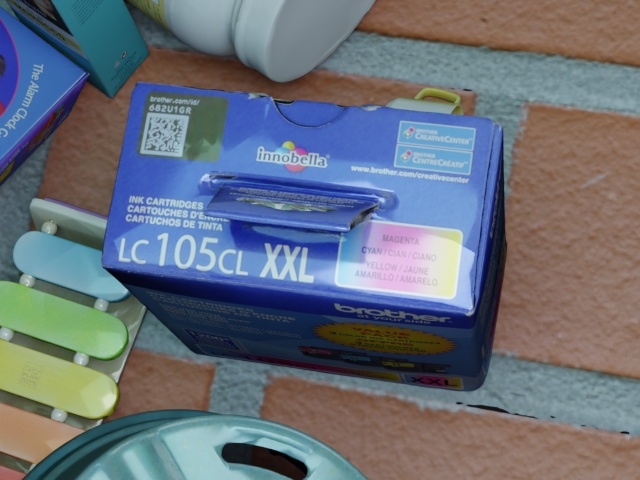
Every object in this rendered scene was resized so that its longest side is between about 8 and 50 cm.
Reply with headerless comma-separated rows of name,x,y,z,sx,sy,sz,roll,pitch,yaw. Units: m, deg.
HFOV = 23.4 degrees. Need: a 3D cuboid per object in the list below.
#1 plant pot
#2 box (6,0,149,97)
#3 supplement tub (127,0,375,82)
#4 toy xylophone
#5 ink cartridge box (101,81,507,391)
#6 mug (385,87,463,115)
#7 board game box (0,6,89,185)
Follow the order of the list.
plant pot,-0.088,0.268,1.103,0.341,0.334,0.341,3,75,-10
box,-0.228,-0.215,1.349,0.100,0.244,0.060,35,80,15
supplement tub,-0.109,-0.314,1.367,0.331,0.241,0.241,37,81,15
toy xylophone,-0.274,0.121,1.343,0.236,0.081,0.323,9,75,10
ink cartridge box,0.000,0.000,1.181,0.270,0.395,0.151,7,75,9
mug,0.090,-0.101,1.385,0.064,0.078,0.062,17,109,20
board game box,-0.394,-0.094,1.310,0.233,0.078,0.347,38,52,-1
